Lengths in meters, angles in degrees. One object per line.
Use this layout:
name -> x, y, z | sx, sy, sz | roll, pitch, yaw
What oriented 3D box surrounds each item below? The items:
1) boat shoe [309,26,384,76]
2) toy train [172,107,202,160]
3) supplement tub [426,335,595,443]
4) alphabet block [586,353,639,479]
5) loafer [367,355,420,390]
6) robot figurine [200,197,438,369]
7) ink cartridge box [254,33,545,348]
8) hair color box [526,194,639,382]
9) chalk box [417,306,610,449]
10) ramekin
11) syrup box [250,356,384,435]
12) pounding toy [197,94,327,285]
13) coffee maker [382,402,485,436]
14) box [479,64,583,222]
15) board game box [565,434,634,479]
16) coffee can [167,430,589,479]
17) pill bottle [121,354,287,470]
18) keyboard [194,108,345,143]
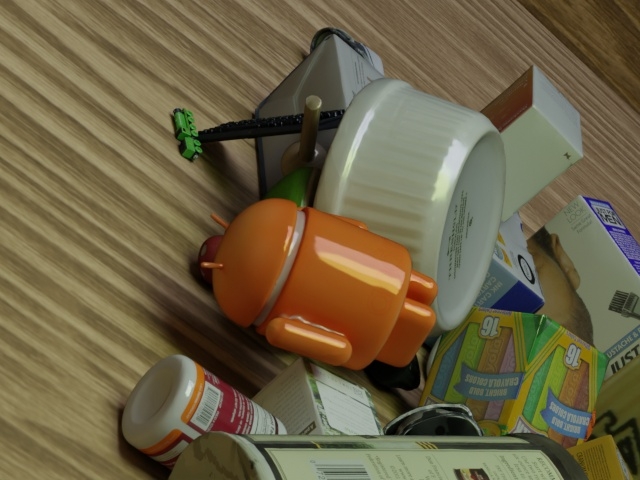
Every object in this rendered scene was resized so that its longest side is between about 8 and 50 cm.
boat shoe -> 0.039, -0.204, 2.273 | 0.102, 0.108, 0.301 | 38, 20, -25
toy train -> -0.149, -0.119, 1.878 | 0.023, 0.017, 0.083 | 21, 32, -31
supplement tub -> 0.224, 0.172, 1.966 | 0.190, 0.117, 0.117 | 38, 23, -28
alphabet block -> 0.411, 0.263, 2.066 | 0.192, 0.197, 0.193 | 12, 41, -56
loafer -> 0.064, 0.095, 1.879 | 0.061, 0.062, 0.170 | 39, 28, -54
robot figurine -> -0.004, 0.038, 1.550 | 0.219, 0.158, 0.128 | 22, -15, -11
ink cartridge box -> 0.115, -0.028, 2.052 | 0.395, 0.151, 0.270 | 36, 24, -25
hair color box -> 0.393, 0.127, 2.282 | 0.110, 0.185, 0.339 | 11, 42, -56
chalk box -> 0.190, 0.191, 1.783 | 0.132, 0.213, 0.132 | 5, -19, 46
ramekin -> 0.097, -0.025, 1.733 | 0.127, 0.273, 0.273 | 13, 11, 20
syrup box -> 0.010, 0.225, 1.476 | 0.093, 0.096, 0.237 | 30, 28, -36
pounding toy -> -0.059, -0.013, 1.723 | 0.183, 0.110, 0.237 | 77, 19, -72
coffee maker -> 0.128, 0.237, 1.588 | 0.171, 0.120, 0.178 | 51, 0, 2
box -> 0.244, -0.121, 2.082 | 0.091, 0.130, 0.170 | 45, 20, -11
board game box -> 0.340, 0.388, 1.728 | 0.242, 0.064, 0.316 | -97, 160, -51
coffee can -> 0.042, 0.240, 1.241 | 0.275, 0.201, 0.201 | 4, 43, -29
pill bottle -> -0.084, 0.167, 1.410 | 0.152, 0.086, 0.086 | 38, 23, -28
keyboard -> -0.045, -0.127, 1.877 | 0.108, 0.180, 0.023 | -12, 98, -50
